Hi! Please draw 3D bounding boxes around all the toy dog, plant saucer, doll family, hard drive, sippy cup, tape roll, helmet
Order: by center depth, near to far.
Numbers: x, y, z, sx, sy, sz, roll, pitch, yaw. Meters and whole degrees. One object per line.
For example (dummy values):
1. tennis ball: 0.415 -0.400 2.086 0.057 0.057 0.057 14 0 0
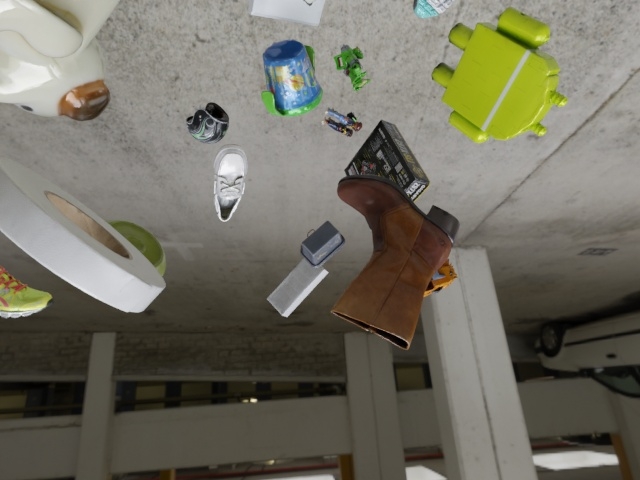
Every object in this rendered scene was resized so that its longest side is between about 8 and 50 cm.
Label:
1. toy dog: -0.433 -0.387 0.633 0.284 0.395 0.408 31 124 -1
2. tape roll: -0.483 -0.005 0.843 0.072 0.392 0.392 -48 159 -10
3. plant saucer: -0.556 0.021 1.238 0.037 0.241 0.241 -44 142 22
4. doll family: 0.070 -0.351 1.257 0.111 0.193 0.076 31 113 0
5. hard drive: -0.112 -0.933 1.570 0.307 0.040 0.203 -11 137 -36
6. sippy cup: -0.123 -0.653 1.666 0.240 0.305 0.224 -13 142 3
7. helmet: -0.493 -0.503 1.828 0.169 0.169 0.161 15 133 -41

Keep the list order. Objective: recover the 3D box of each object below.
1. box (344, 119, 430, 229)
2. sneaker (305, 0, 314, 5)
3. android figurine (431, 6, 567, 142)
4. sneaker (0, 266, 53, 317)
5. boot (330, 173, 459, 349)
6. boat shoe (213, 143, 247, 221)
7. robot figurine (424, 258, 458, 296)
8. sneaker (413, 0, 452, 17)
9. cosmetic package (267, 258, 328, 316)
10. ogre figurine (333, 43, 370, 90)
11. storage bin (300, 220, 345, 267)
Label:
1. box: 0.224 -0.230 1.499 0.079 0.322 0.257 8 136 -32
2. sneaker: -0.023 -0.628 0.702 0.182 0.158 0.410 -21 150 10
3. android figurine: 0.350 -0.313 0.834 0.056 0.273 0.248 -22 145 -35
4. sneaker: -0.652 0.092 0.846 0.208 0.094 0.081 13 -169 -10
5. boot: 0.096 0.028 0.791 0.264 0.280 0.096 31 155 6
6. boat shoe: -0.269 -0.162 1.254 0.098 0.096 0.277 0 144 -16
7. robot figurine: 0.265 0.146 1.301 0.291 0.085 0.211 -18 164 4
8. sneaker: 0.190 -0.430 0.681 0.065 0.166 0.076 32 175 -33
9. cosmetic package: -0.088 0.176 1.631 0.239 0.099 0.060 -47 153 0
10. ogre figurine: 0.106 -0.580 1.406 0.096 0.118 0.197 -26 -179 27
11. storage bin: 0.000 0.000 1.255 0.135 0.098 0.091 -41 163 -9
